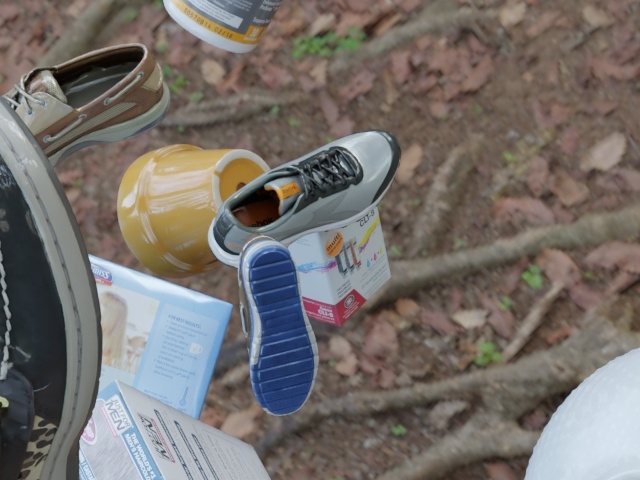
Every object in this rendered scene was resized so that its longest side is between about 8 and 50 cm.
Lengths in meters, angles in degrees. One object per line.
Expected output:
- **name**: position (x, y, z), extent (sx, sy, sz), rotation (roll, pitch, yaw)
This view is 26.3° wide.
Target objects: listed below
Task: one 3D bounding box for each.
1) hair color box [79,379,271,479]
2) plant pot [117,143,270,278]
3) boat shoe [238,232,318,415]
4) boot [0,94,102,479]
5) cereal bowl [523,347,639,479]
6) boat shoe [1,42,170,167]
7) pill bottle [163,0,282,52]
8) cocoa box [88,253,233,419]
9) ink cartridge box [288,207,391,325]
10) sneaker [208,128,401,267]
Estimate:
- **hair color box**: position (-0.173, 0.319, 1.770), extent (0.105, 0.347, 0.174), rotation (-39, 56, 8)
- **plant pot**: position (-0.170, -0.056, 2.069), extent (0.188, 0.205, 0.205), rotation (-13, 55, 46)
- **boat shoe**: position (-0.043, 0.077, 1.304), extent (0.066, 0.183, 0.066), rotation (-8, 24, -13)
- **boot**: position (-0.282, 0.106, 0.778), extent (0.284, 0.377, 0.138), rotation (-20, 51, -33)
- **cereal bowl**: position (0.286, 0.239, 1.026), extent (0.339, 0.141, 0.339), rotation (1, 92, 39)
- **boat shoe**: position (-0.345, -0.163, 1.704), extent (0.324, 0.116, 0.123), rotation (-27, 57, -19)
- **pill bottle**: position (-0.103, -0.429, 2.013), extent (0.278, 0.162, 0.162), rotation (-57, 45, 23)
- **cocoa box**: position (-0.336, 0.166, 2.012), extent (0.228, 0.347, 0.231), rotation (130, 158, -66)
- **ink cartridge box**: position (0.000, 0.000, 1.880), extent (0.127, 0.176, 0.128), rotation (16, 44, 37)
- **sneaker**: position (-0.012, -0.059, 1.689), extent (0.271, 0.108, 0.100), rotation (-31, 74, -16)
